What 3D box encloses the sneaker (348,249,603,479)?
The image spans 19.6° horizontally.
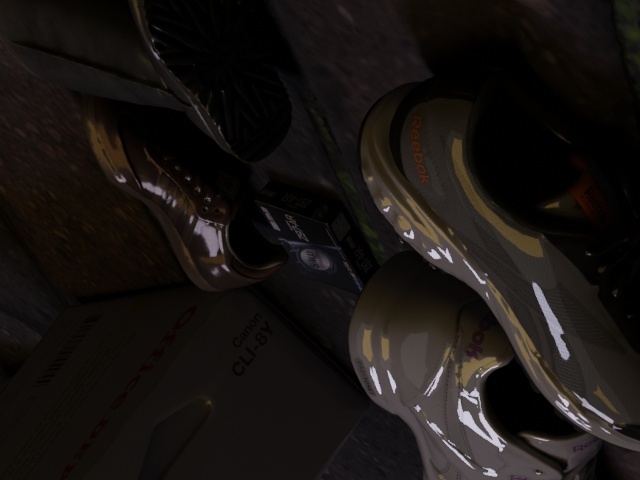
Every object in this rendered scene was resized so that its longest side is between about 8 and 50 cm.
[{"bbox_3d":[0.129,0.139,1.187,0.152,0.114,0.305,17,151,44],"label":"sneaker"}]

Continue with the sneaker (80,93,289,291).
[{"bbox_3d":[-0.086,-0.044,1.250,0.071,0.066,0.188,-11,131,30],"label":"sneaker"}]

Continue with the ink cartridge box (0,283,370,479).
[{"bbox_3d":[-0.169,0.194,1.539,0.160,0.279,0.384,43,158,-17],"label":"ink cartridge box"}]

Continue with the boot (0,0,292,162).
[{"bbox_3d":[-0.123,-0.139,1.094,0.208,0.076,0.190,32,152,39],"label":"boot"}]

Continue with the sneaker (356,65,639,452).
[{"bbox_3d":[0.139,0.016,0.950,0.271,0.100,0.108,42,153,-11],"label":"sneaker"}]

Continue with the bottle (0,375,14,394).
[{"bbox_3d":[-0.309,0.201,2.034,0.118,0.092,0.283,41,158,-12],"label":"bottle"}]

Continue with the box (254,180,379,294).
[{"bbox_3d":[0.000,0.000,1.237,0.067,0.018,0.083,19,153,38],"label":"box"}]
